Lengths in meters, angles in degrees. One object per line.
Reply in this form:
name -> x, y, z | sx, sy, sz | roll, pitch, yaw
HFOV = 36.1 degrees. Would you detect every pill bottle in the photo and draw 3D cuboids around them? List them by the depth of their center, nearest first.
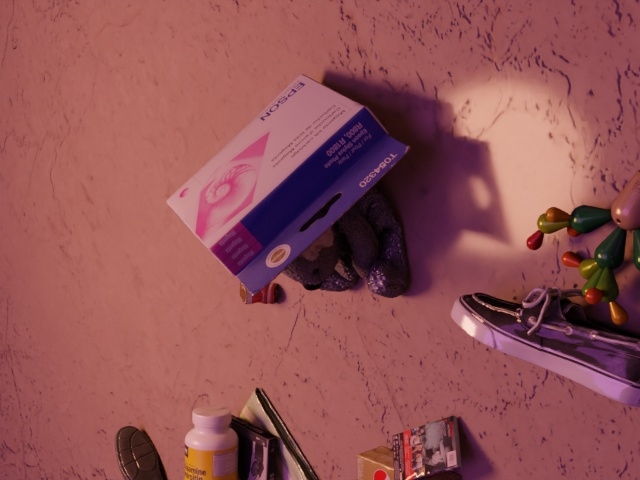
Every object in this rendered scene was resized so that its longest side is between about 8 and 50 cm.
pill bottle -> -0.209, 0.417, 1.884 | 0.103, 0.103, 0.184 | 8, 99, 48

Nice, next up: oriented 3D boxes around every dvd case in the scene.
dvd case -> 0.165, 0.331, 1.544 | 0.119, 0.013, 0.087 | -27, 46, 31
dvd case -> -0.153, 0.474, 1.927 | 0.179, 0.030, 0.238 | 14, 105, 48

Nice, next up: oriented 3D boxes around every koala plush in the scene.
koala plush -> 0.000, 0.000, 1.574 | 0.196, 0.221, 0.203 | 3, 98, 49

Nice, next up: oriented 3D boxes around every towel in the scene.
towel -> -0.131, 0.488, 1.951 | 0.248, 0.038, 0.325 | 54, 132, 30

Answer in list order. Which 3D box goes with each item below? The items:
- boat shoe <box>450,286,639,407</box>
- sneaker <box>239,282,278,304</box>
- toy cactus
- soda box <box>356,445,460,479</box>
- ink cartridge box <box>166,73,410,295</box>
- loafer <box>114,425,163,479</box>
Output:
boat shoe -> 0.315, 0.115, 1.315 | 0.306, 0.113, 0.105 | 25, 108, 41
sneaker -> -0.118, 0.093, 1.873 | 0.118, 0.067, 0.042 | -122, 34, -69
toy cactus -> 0.369, -0.005, 1.252 | 0.219, 0.112, 0.180 | 43, 117, 47
soda box -> 0.141, 0.391, 1.600 | 0.181, 0.061, 0.058 | 10, 104, 48
ink cartridge box -> -0.065, -0.103, 1.543 | 0.324, 0.071, 0.330 | -44, 32, -5
loafer -> -0.403, 0.553, 2.238 | 0.267, 0.096, 0.084 | 56, 139, 24
